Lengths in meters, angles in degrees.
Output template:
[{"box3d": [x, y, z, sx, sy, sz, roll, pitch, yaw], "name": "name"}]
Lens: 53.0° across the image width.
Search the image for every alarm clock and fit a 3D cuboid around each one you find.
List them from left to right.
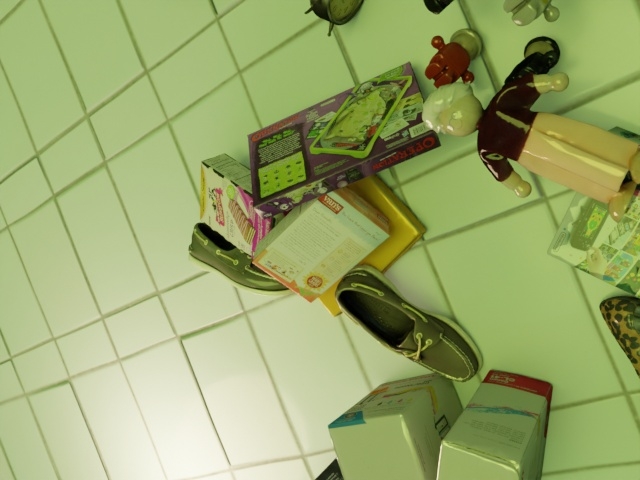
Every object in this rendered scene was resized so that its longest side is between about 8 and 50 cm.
[{"box3d": [0.044, -0.489, 1.195, 0.064, 0.129, 0.192, 34, 88, 23], "name": "alarm clock"}]

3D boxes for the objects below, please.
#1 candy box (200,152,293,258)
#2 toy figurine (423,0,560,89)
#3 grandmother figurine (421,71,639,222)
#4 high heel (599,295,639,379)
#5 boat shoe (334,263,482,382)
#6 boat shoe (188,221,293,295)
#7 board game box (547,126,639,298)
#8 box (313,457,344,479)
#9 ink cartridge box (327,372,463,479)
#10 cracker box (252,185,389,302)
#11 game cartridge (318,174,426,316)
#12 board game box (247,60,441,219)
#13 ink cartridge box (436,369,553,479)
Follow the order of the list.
[{"box3d": [-0.161, -0.065, 1.377, 0.233, 0.071, 0.159, 34, 132, 32], "name": "candy box"}, {"box3d": [0.279, -0.347, 1.033, 0.213, 0.148, 0.209, 17, 139, 30], "name": "toy figurine"}, {"box3d": [0.318, -0.160, 0.984, 0.342, 0.104, 0.208, 24, 117, 19], "name": "grandmother figurine"}, {"box3d": [0.553, 0.222, 1.093, 0.186, 0.093, 0.261, 32, 136, 51], "name": "high heel"}, {"box3d": [0.168, 0.175, 1.252, 0.324, 0.097, 0.116, 38, 120, 4], "name": "boat shoe"}, {"box3d": [-0.179, 0.040, 1.450, 0.305, 0.109, 0.091, 20, 115, 30], "name": "boat shoe"}, {"box3d": [0.552, -0.017, 1.007, 0.303, 0.097, 0.224, 28, 115, 22], "name": "board game box"}, {"box3d": [0.047, 0.581, 1.409, 0.158, 0.156, 0.093, 39, 119, 17], "name": "box"}, {"box3d": [0.162, 0.381, 1.250, 0.171, 0.233, 0.168, -19, 89, 33], "name": "ink cartridge box"}, {"box3d": [0.000, 0.000, 1.252, 0.156, 0.067, 0.232, 37, 120, -20], "name": "cracker box"}, {"box3d": [0.021, -0.047, 1.350, 0.323, 0.053, 0.285, 51, 121, 14], "name": "game cartridge"}, {"box3d": [0.030, -0.185, 1.180, 0.347, 0.056, 0.208, -21, 52, 15], "name": "board game box"}, {"box3d": [0.306, 0.392, 1.121, 0.131, 0.306, 0.226, 11, 106, 28], "name": "ink cartridge box"}]
